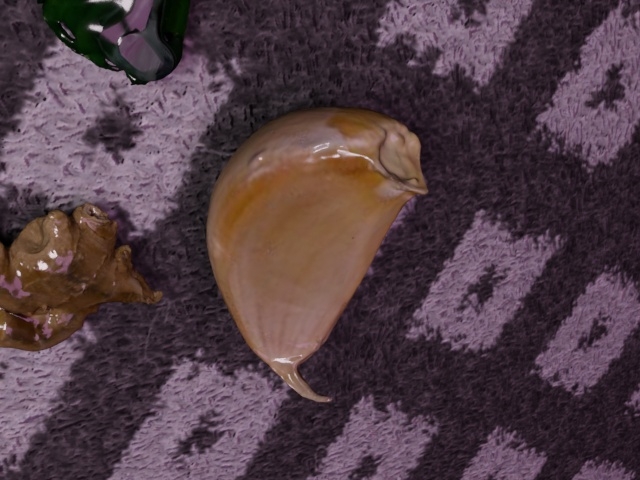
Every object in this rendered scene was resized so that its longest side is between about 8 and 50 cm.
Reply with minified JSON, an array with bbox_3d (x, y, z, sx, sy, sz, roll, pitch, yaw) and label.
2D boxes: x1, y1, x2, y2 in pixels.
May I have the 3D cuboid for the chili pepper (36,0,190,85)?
[{"bbox_3d":[-0.121,-0.215,0.673,0.108,0.062,0.216,2,114,-37],"label":"chili pepper"}]

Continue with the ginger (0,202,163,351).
[{"bbox_3d":[-0.224,0.007,0.744,0.133,0.059,0.214,-35,132,-2],"label":"ginger"}]

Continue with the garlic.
[{"bbox_3d":[-0.012,-0.003,0.819,0.145,0.164,0.245,-14,132,-50],"label":"garlic"}]
